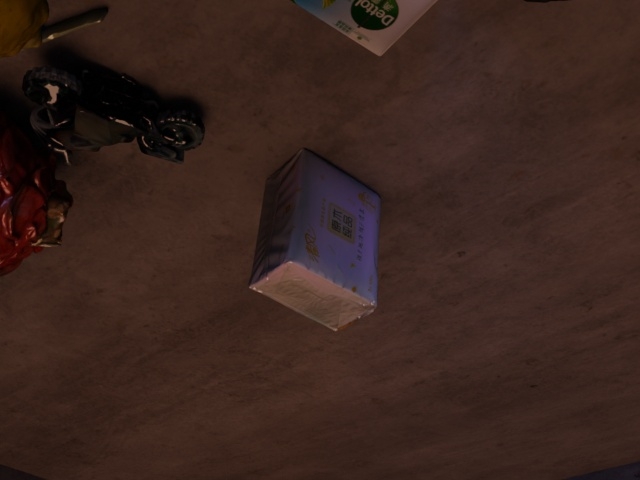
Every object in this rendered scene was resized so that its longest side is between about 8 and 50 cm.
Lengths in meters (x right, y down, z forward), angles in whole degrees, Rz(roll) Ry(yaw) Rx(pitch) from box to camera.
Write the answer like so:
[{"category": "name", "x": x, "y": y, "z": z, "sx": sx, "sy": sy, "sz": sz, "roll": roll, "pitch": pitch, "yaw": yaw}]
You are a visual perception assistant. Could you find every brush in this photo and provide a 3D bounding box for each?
[{"category": "brush", "x": -0.373, "y": -0.293, "z": 1.112, "sx": 0.178, "sy": 0.033, "sz": 0.030, "roll": -12, "pitch": 127, "yaw": 21}]

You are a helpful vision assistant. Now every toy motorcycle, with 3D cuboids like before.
[{"category": "toy motorcycle", "x": -0.316, "y": -0.174, "z": 1.208, "sx": 0.270, "sy": 0.106, "sz": 0.159, "roll": 17, "pitch": 144, "yaw": -28}]

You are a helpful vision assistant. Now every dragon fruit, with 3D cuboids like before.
[{"category": "dragon fruit", "x": -0.549, "y": -0.080, "z": 1.222, "sx": 0.342, "sy": 0.277, "sz": 0.277, "roll": 21, "pitch": 141, "yaw": -14}]

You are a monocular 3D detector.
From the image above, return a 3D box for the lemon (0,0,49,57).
[{"category": "lemon", "x": -0.450, "y": -0.332, "z": 0.880, "sx": 0.316, "sy": 0.285, "sz": 0.285, "roll": 1, "pitch": 149, "yaw": -32}]

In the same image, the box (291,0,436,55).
[{"category": "box", "x": 0.040, "y": -0.332, "z": 0.978, "sx": 0.194, "sy": 0.073, "sz": 0.139, "roll": 25, "pitch": 139, "yaw": -26}]

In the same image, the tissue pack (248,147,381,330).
[{"category": "tissue pack", "x": 0.000, "y": 0.000, "z": 1.309, "sx": 0.185, "sy": 0.225, "sz": 0.124, "roll": 28, "pitch": 139, "yaw": -28}]

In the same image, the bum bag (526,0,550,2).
[{"category": "bum bag", "x": 0.218, "y": -0.381, "z": 0.895, "sx": 0.137, "sy": 0.074, "sz": 0.310, "roll": -15, "pitch": 140, "yaw": 40}]
